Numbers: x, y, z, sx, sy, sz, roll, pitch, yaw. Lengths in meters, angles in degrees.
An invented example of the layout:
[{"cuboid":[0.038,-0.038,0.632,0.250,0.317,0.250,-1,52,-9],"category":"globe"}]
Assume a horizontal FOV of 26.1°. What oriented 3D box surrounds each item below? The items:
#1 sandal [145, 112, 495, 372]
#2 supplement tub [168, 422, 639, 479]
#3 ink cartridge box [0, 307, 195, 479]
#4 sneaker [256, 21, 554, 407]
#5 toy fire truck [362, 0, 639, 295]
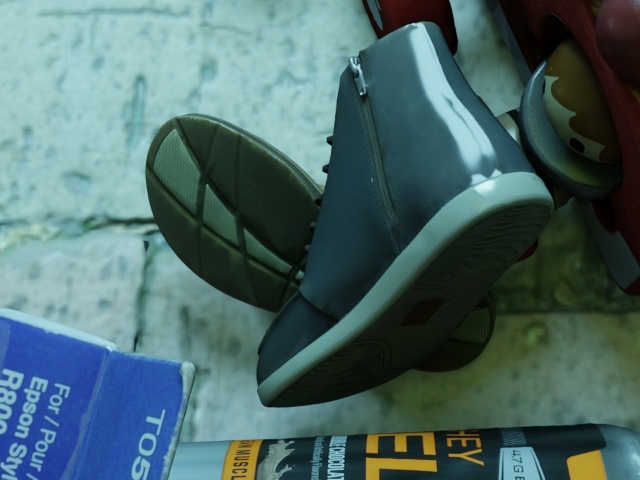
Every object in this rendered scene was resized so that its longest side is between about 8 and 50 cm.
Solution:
[{"cuboid":[0.000,0.000,0.788,0.219,0.060,0.090,25,110,-5],"category":"sandal"},{"cuboid":[0.055,0.196,0.671,0.337,0.207,0.207,-3,79,3],"category":"supplement tub"},{"cuboid":[-0.205,0.189,0.652,0.071,0.330,0.324,22,78,-31],"category":"ink cartridge box"},{"cuboid":[0.025,-0.005,0.720,0.083,0.222,0.118,1,55,-40],"category":"sneaker"},{"cuboid":[0.122,-0.124,0.705,0.169,0.254,0.302,-21,78,0],"category":"toy fire truck"}]
